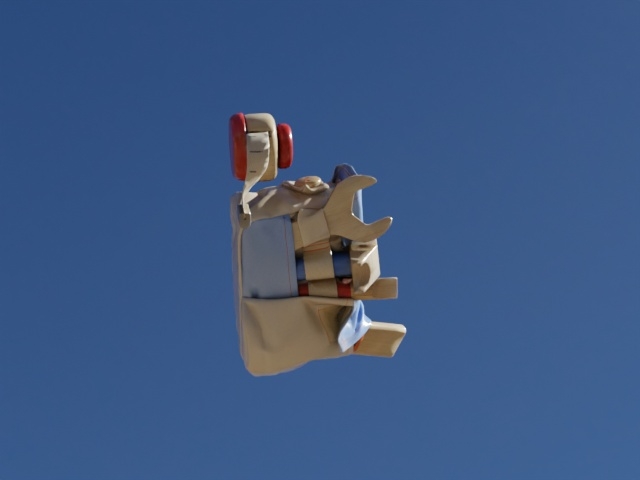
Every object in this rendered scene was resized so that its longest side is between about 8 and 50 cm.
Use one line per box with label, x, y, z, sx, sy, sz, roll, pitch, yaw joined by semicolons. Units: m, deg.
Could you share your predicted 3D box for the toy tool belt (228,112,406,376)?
toy tool belt;0.000;0.000;0.469;0.051;0.052;0.083;-4;-63;-7
